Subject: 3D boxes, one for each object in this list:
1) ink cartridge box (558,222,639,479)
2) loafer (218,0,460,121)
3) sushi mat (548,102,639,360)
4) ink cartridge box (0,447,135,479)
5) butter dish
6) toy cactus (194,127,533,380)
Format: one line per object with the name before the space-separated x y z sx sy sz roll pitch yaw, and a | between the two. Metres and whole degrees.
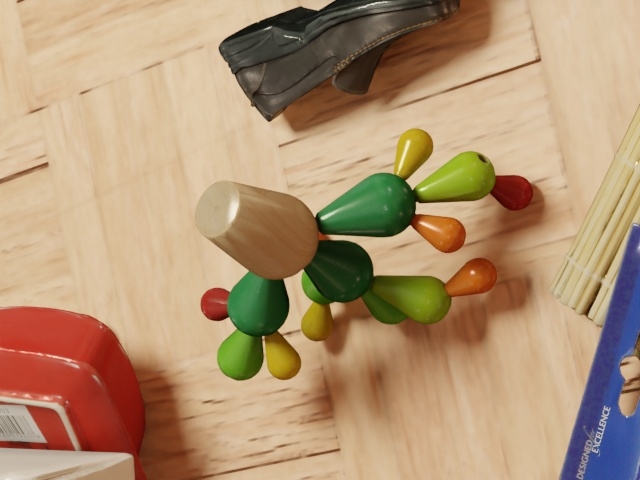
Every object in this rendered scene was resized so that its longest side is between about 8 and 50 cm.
ink cartridge box | 0.274 0.118 0.936 0.333 0.065 0.165 20 105 30
loafer | 0.018 -0.120 1.132 0.170 0.062 0.061 -12 107 39
sushi mat | 0.243 -0.066 0.990 0.151 0.019 0.316 33 111 29
ink cartridge box | -0.219 0.273 1.169 0.201 0.117 0.278 -1 95 27
butter dish | -0.181 0.099 1.251 0.160 0.118 0.160 5 135 23
toy cactus | 0.000 0.000 1.080 0.219 0.180 0.112 -28 56 29
